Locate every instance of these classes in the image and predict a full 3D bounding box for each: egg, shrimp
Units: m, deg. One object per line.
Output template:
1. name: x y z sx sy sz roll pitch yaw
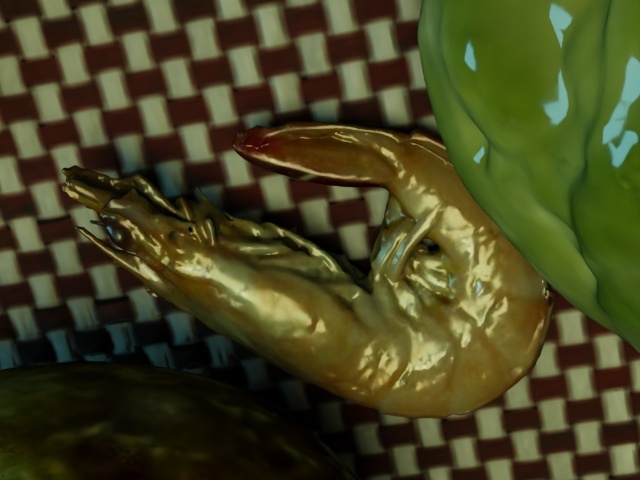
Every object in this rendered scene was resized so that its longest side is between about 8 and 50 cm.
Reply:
1. egg: -0.098 0.167 0.574 0.290 0.238 0.238 28 115 10
2. shrimp: 0.000 0.002 0.587 0.236 0.053 0.133 24 117 -9

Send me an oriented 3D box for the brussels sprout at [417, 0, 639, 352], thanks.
1. brussels sprout: 0.171 -0.082 0.428 0.274 0.242 0.316 -40 104 14
